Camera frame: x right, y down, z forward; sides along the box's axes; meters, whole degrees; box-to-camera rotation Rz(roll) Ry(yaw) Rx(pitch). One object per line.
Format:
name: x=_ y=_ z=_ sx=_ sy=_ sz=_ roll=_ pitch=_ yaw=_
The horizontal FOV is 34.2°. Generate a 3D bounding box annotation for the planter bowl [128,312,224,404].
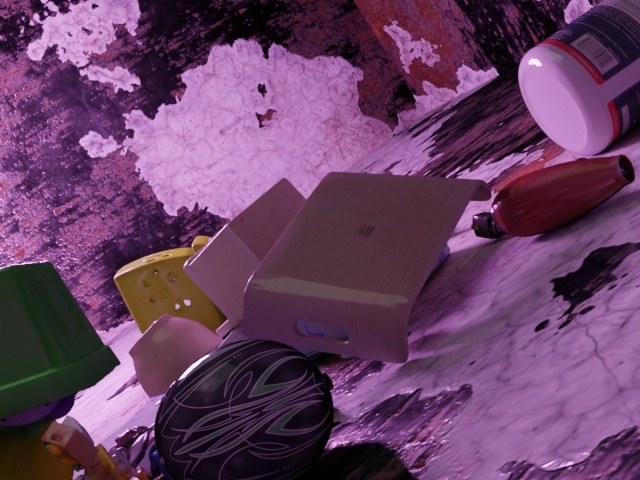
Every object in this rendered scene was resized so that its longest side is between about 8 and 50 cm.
planter bowl: x=-0.261 y=0.194 z=1.797 sx=0.162 sy=0.109 sz=0.162 roll=-46 pitch=0 yaw=0

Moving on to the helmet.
helmet: x=-0.073 y=0.176 z=1.020 sx=0.169 sy=0.169 sz=0.161 roll=-31 pitch=-10 yaw=14

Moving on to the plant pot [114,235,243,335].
plant pot: x=-0.275 y=0.116 z=2.141 sx=0.207 sy=0.228 sz=0.227 roll=-27 pitch=6 yaw=-1

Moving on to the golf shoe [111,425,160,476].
golf shoe: x=-0.190 y=0.264 z=1.404 sx=0.086 sy=0.067 sz=0.186 roll=13 pitch=31 yaw=34

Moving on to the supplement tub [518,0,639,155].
supplement tub: x=0.461 y=-0.273 z=1.598 sx=0.272 sy=0.191 sz=0.191 roll=-34 pitch=7 yaw=-11

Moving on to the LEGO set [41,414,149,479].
LEGO set: x=-0.254 y=0.291 z=1.161 sx=0.107 sy=0.132 sz=0.287 roll=-40 pitch=-15 yaw=-10

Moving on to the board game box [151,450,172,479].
board game box: x=-0.100 y=0.228 z=1.247 sx=0.160 sy=0.047 sz=0.210 roll=-36 pitch=8 yaw=-27

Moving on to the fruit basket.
fruit basket: x=-0.423 y=0.239 z=1.274 sx=0.392 sy=0.392 sz=0.283 roll=-33 pitch=0 yaw=0

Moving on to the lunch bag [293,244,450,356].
lunch bag: x=0.059 y=0.051 z=1.509 sx=0.224 sy=0.108 sz=0.279 roll=-29 pitch=8 yaw=36

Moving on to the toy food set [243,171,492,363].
toy food set: x=0.065 y=0.023 z=1.317 sx=0.220 sy=0.092 sz=0.306 roll=6 pitch=42 yaw=29

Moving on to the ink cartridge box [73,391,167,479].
ink cartridge box: x=-0.280 y=0.302 z=1.539 sx=0.224 sy=0.045 sz=0.223 roll=-39 pitch=7 yaw=-32

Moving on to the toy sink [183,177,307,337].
toy sink: x=-0.115 y=0.028 z=1.669 sx=0.153 sy=0.131 sz=0.234 roll=-43 pitch=0 yaw=-39

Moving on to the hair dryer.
hair dryer: x=0.319 y=-0.081 z=1.367 sx=0.224 sy=0.080 sz=0.293 roll=-33 pitch=7 yaw=-7

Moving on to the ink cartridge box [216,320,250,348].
ink cartridge box: x=-0.153 y=0.196 z=1.793 sx=0.224 sy=0.056 sz=0.181 roll=-49 pitch=-3 yaw=32
